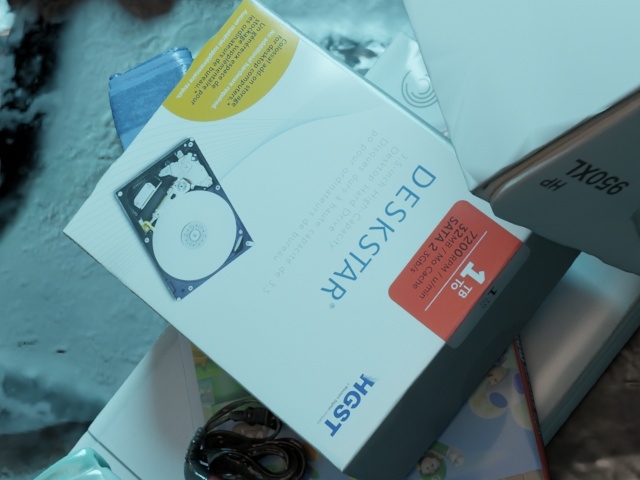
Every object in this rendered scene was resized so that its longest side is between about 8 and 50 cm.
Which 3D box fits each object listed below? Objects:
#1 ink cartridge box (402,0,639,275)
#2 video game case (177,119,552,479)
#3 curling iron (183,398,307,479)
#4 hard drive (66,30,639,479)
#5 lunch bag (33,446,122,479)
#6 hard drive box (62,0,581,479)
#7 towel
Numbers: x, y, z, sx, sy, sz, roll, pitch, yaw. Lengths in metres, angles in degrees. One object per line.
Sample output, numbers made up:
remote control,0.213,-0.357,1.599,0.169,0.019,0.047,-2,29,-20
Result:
ink cartridge box,0.160,-0.190,1.031,0.166,0.285,0.394,-32,61,29
video game case,0.020,0.086,1.126,0.204,0.025,0.285,-17,70,15
curling iron,0.031,0.174,1.062,0.274,0.035,0.068,34,89,25
hard drive,0.029,0.074,1.166,0.233,0.047,0.353,38,90,26
lunch bag,-0.102,0.272,1.045,0.160,0.262,0.223,-32,62,-14
hard drive box,0.000,0.000,1.095,0.232,0.089,0.181,37,90,25
towel,-0.099,-0.065,1.266,0.067,0.029,0.119,-22,67,14
